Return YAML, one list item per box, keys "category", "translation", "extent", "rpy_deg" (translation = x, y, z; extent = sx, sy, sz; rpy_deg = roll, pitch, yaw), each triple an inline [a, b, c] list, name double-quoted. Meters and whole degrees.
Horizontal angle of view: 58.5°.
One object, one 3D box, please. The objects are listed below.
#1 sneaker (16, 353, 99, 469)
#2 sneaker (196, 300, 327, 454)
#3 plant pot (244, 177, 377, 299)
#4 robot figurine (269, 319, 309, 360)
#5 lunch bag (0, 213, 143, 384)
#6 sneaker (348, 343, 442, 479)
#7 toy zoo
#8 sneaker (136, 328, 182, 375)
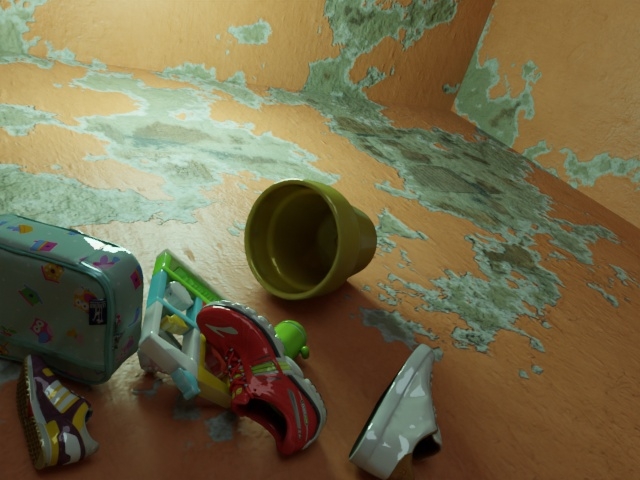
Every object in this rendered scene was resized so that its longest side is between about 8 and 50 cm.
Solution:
- category: "sneaker"
  translation: [-0.372, 0.236, 0.808]
  extent: [0.084, 0.069, 0.185]
  rpy_deg: [4, 36, -40]
- category: "sneaker"
  translation: [-0.107, 0.211, 0.898]
  extent: [0.279, 0.107, 0.118]
  rpy_deg: [46, 40, 10]
- category: "plant pot"
  translation: [0.000, 0.000, 1.271]
  extent: [0.254, 0.254, 0.239]
  rpy_deg: [35, 16, 28]
- category: "robot figurine"
  translation: [-0.068, 0.190, 1.051]
  extent: [0.101, 0.067, 0.115]
  rpy_deg: [28, 29, 14]
- category: "lunch bag"
  translation: [-0.408, 0.096, 0.870]
  extent: [0.279, 0.224, 0.108]
  rpy_deg: [17, 24, 9]
- category: "sneaker"
  translation: [0.156, 0.297, 0.972]
  extent: [0.123, 0.106, 0.290]
  rpy_deg: [31, 40, 10]
- category: "toy zoo"
  translation: [-0.212, 0.155, 0.961]
  extent: [0.192, 0.030, 0.293]
  rpy_deg: [45, 16, -29]
- category: "sneaker"
  translation: [-0.251, 0.208, 0.945]
  extent: [0.134, 0.070, 0.051]
  rpy_deg: [50, -8, 6]
